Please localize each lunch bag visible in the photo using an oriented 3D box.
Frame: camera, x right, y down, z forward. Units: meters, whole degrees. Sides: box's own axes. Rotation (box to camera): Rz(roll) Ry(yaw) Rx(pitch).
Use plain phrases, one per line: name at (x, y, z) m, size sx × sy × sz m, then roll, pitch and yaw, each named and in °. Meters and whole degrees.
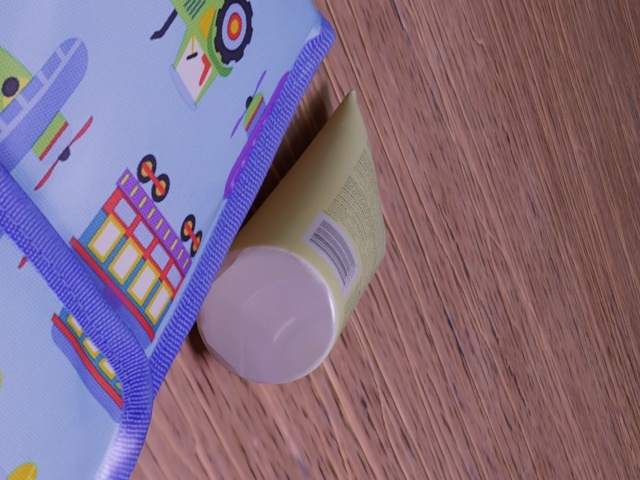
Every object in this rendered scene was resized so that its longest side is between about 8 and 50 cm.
lunch bag at (-0.129, -0.007, 0.485) m, size 0.221 × 0.138 × 0.293 m, roll 59°, pitch 43°, yaw -52°

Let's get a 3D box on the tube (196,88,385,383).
tube at (0.000, 0.000, 0.920) m, size 0.070 × 0.062 × 0.240 m, roll -57°, pitch 179°, yaw 21°
